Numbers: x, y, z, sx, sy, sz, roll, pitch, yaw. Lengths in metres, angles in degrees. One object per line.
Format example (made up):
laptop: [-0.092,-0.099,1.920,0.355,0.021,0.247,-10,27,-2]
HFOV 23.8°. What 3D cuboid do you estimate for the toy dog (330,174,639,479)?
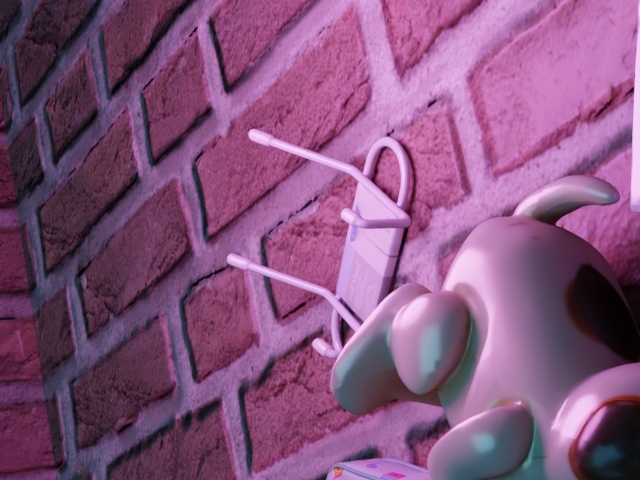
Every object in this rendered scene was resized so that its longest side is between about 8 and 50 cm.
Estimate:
toy dog: [0.275,0.171,1.556,0.395,0.284,0.408,-55,39,9]

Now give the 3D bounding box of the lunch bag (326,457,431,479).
lunch bag: [0.100,0.436,2.004,0.224,0.108,0.279,2,95,58]

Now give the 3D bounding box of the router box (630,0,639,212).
router box: [0.420,-0.177,1.402,0.301,0.082,0.335,14,105,60]

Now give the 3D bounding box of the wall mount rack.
wall mount rack: [0.000,0.000,2.125,0.304,0.130,0.350,44,129,51]
